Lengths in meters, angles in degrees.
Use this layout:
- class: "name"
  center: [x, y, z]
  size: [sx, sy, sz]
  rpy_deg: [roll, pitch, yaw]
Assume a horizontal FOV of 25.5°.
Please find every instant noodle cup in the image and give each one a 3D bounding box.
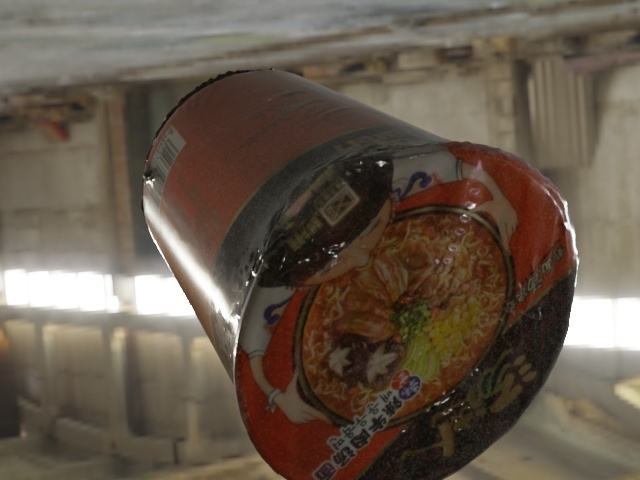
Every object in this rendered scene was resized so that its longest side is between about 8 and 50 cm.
- class: "instant noodle cup"
  center: [0.000, 0.002, 0.488]
  size: [0.127, 0.127, 0.135]
  rpy_deg: [-6, -153, -27]
